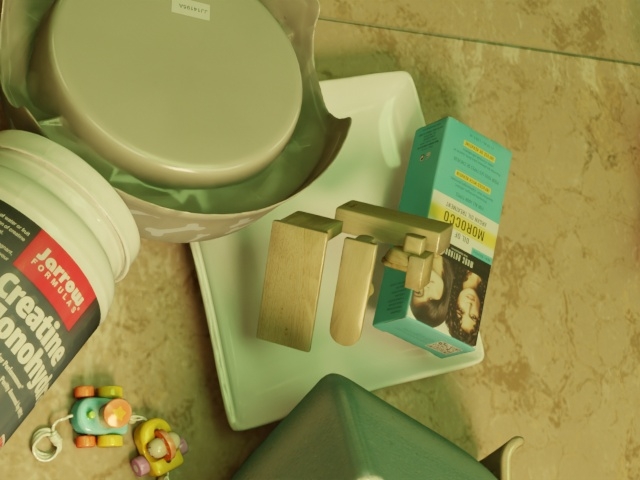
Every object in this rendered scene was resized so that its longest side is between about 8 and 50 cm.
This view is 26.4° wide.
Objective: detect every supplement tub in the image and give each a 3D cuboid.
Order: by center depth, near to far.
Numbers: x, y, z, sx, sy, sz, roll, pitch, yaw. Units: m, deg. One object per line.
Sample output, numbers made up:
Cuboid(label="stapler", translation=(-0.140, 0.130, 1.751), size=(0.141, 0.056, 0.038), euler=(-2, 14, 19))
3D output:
Cuboid(label="supplement tub", translation=(-0.295, 0.057, 1.145), size=(0.191, 0.191, 0.272), euler=(46, 57, -17))

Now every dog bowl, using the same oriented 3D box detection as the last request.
Cuboid(label="dog bowl", translation=(-0.145, -0.153, 1.307), size=(0.348, 0.102, 0.349), euler=(13, 57, -20))

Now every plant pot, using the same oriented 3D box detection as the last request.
Cuboid(label="plant pot", translation=(0.033, 0.270, 1.277), size=(0.247, 0.248, 0.252), euler=(33, 20, -25))

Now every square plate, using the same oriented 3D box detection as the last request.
Cuboid(label="square plate", translation=(0.000, 0.000, 1.458), size=(0.347, 0.049, 0.344), euler=(-11, 84, -37))

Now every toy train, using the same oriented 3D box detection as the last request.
Cuboid(label="toy train", translation=(-0.182, 0.210, 1.276), size=(0.166, 0.046, 0.125), euler=(46, 56, -18))

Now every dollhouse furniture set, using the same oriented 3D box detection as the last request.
Cuboid(label="dollhouse furniture set", translation=(0.037, 0.040, 1.382), size=(0.151, 0.144, 0.123), euler=(-30, 132, -66))

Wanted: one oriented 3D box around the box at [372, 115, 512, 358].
Cuboid(label="box", translation=(0.135, -0.004, 1.486), size=(0.100, 0.060, 0.244), euler=(26, 64, -28))

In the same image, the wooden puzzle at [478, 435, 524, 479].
Cuboid(label="wooden puzzle", translation=(0.164, 0.331, 1.404), size=(0.044, 0.221, 0.239), euler=(7, 74, -1))
